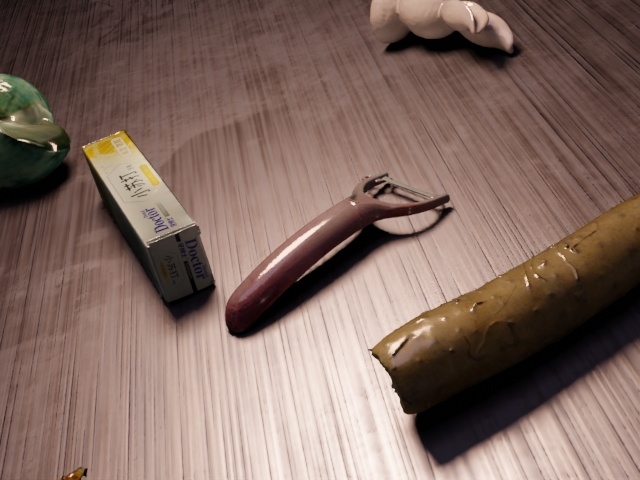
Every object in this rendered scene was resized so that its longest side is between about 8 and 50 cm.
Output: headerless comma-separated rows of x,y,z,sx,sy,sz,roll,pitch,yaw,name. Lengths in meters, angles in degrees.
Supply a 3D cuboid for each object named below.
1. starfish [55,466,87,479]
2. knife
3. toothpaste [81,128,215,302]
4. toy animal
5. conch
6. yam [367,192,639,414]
-0.301,0.315,0.682,0.347,0.078,0.358,-18,34,-5,starfish
-0.001,-0.001,1.005,0.278,0.053,0.123,-35,32,-25,knife
-0.214,-0.038,1.122,0.071,0.089,0.313,-23,33,-15,toothpaste
0.183,-0.334,1.328,0.221,0.104,0.130,17,76,40,toy animal
-0.460,-0.156,1.373,0.196,0.134,0.202,25,31,-8,conch
0.213,0.038,0.821,0.372,0.083,0.083,-27,35,-15,yam
